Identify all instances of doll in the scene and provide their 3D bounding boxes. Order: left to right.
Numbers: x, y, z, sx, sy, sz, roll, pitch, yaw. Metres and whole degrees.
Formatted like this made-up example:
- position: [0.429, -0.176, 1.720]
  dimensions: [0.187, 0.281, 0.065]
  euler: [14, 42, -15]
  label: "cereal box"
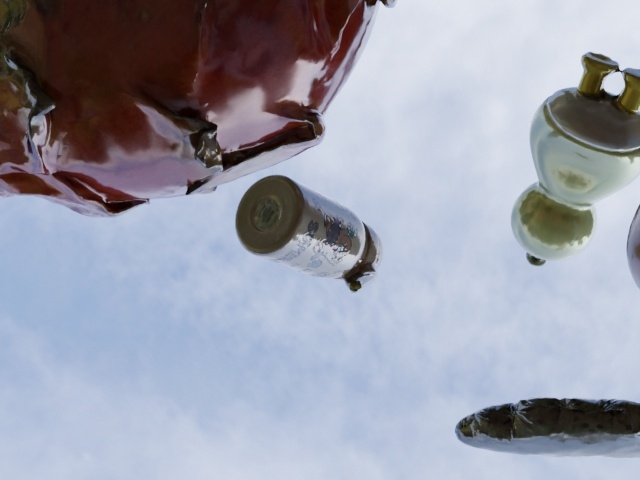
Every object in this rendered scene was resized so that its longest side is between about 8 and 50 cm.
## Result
- position: [0.305, -0.084, 1.228]
  dimensions: [0.141, 0.296, 0.117]
  euler: [22, -134, 6]
  label: "doll"

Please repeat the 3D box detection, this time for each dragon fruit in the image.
- position: [-0.086, -0.149, 0.625]
  dimensions: [0.250, 0.250, 0.315]
  euler: [26, -93, 16]
  label: "dragon fruit"

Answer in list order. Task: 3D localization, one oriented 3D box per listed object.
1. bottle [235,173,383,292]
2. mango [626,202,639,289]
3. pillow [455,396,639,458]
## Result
- position: [0.000, 0.000, 1.219]
  dimensions: [0.097, 0.209, 0.110]
  euler: [-36, -122, 22]
  label: "bottle"
- position: [0.445, -0.032, 0.919]
  dimensions: [0.378, 0.221, 0.264]
  euler: [-39, -153, -9]
  label: "mango"
- position: [0.257, 0.184, 1.020]
  dimensions: [0.241, 0.093, 0.051]
  euler: [3, -123, 7]
  label: "pillow"
